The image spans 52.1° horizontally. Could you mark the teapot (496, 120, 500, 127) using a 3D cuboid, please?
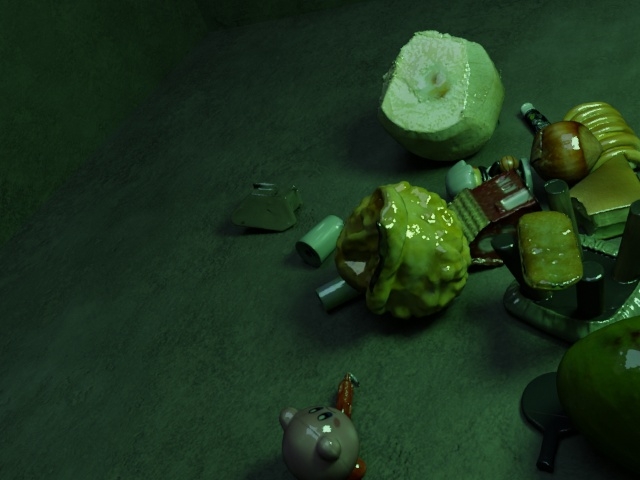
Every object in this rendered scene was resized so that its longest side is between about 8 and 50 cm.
[{"bbox_3d":[0.567,-0.410,2.215,0.063,0.049,0.083,-17,37,8],"label":"teapot"}]

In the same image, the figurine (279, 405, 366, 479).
[{"bbox_3d":[-0.002,0.429,1.379,0.173,0.173,0.173,-15,37,12],"label":"figurine"}]

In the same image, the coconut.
[{"bbox_3d":[0.400,-0.441,2.105,0.404,0.405,0.405,-15,37,12],"label":"coconut"}]

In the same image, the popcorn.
[{"bbox_3d":[0.193,0.024,1.599,0.349,0.381,0.349,-3,82,22],"label":"popcorn"}]

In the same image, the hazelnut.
[{"bbox_3d":[0.661,-0.233,1.764,0.182,0.182,0.182,-15,37,12],"label":"hazelnut"}]

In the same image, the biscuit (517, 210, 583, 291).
[{"bbox_3d":[0.480,0.018,1.380,0.118,0.029,0.247,-5,40,15],"label":"biscuit"}]

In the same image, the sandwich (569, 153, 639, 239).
[{"bbox_3d":[0.733,-0.113,1.707,0.186,0.108,0.220,-12,40,14],"label":"sandwich"}]

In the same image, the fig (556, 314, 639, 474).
[{"bbox_3d":[0.594,0.288,1.155,0.316,0.316,0.316,-15,37,12],"label":"fig"}]

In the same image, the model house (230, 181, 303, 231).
[{"bbox_3d":[-0.172,-0.127,2.211,0.229,0.122,0.188,4,30,12],"label":"model house"}]

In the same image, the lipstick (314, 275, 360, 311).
[{"bbox_3d":[0.135,0.097,1.800,0.304,0.076,0.076,-27,37,-5],"label":"lipstick"}]

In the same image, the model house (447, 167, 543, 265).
[{"bbox_3d":[0.447,-0.045,1.738,0.254,0.160,0.196,-25,36,10],"label":"model house"}]

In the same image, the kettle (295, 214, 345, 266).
[{"bbox_3d":[0.005,0.003,1.986,0.098,0.127,0.148,37,59,14],"label":"kettle"}]

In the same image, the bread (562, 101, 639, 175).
[{"bbox_3d":[0.805,-0.302,1.894,0.172,0.121,0.311,-17,38,12],"label":"bread"}]

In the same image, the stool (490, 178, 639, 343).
[{"bbox_3d":[0.593,0.047,1.490,0.310,0.226,0.310,-43,40,-21],"label":"stool"}]

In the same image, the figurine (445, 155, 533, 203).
[{"bbox_3d":[0.475,-0.165,1.864,0.236,0.176,0.133,-10,54,11],"label":"figurine"}]

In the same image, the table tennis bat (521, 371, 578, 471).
[{"bbox_3d":[0.478,0.360,1.329,0.150,0.027,0.236,3,43,30],"label":"table tennis bat"}]

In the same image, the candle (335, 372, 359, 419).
[{"bbox_3d":[0.061,0.369,1.523,0.048,0.053,0.162,-6,37,14],"label":"candle"}]

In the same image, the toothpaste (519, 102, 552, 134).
[{"bbox_3d":[0.707,-0.377,2.110,0.071,0.045,0.193,-20,43,5],"label":"toothpaste"}]
